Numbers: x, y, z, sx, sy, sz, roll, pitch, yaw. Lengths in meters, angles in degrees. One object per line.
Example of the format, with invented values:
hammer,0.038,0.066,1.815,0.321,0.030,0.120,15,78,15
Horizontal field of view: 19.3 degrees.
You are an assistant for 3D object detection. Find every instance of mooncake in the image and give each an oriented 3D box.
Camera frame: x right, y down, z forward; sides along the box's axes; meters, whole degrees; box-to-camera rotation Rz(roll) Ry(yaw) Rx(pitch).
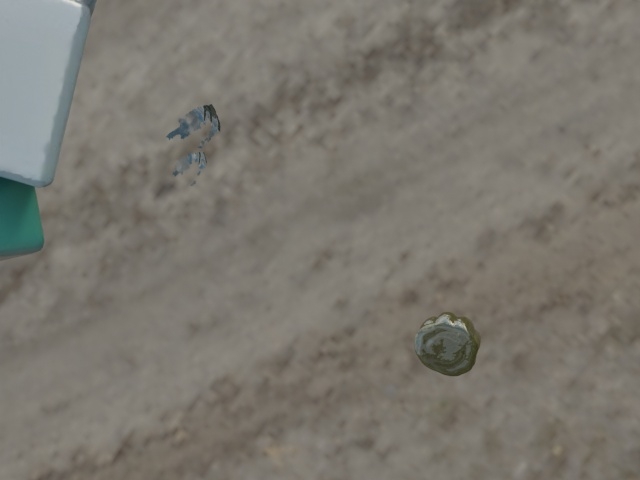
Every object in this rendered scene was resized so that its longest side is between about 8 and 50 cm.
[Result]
mooncake,-0.006,0.001,1.680,0.150,0.347,0.057,-38,-8,23

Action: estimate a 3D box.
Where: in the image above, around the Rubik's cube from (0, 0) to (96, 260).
Rubik's cube,-0.214,-0.075,0.810,0.265,0.224,0.213,-92,26,-61
